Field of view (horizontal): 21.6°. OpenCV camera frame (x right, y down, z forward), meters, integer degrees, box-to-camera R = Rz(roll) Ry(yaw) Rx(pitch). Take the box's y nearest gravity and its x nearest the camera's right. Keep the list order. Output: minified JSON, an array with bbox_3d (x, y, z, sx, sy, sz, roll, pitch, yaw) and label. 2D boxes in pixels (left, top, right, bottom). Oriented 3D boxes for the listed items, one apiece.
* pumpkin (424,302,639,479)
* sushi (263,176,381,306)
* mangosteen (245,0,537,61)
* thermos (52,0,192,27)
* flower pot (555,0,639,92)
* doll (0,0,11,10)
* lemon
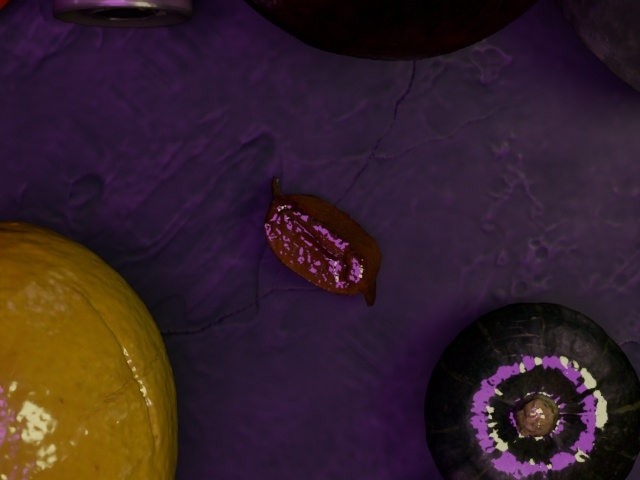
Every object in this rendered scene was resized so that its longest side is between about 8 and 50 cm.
[{"bbox_3d":[0.161,0.132,1.267,0.167,0.125,0.167,-3,106,-13],"label":"pumpkin"},{"bbox_3d":[0.000,0.000,1.301,0.120,0.055,0.052,31,107,11],"label":"sushi"},{"bbox_3d":[0.048,-0.258,1.157,0.297,0.293,0.297,-9,131,-10],"label":"mangosteen"},{"bbox_3d":[-0.139,-0.262,1.249,0.105,0.137,0.193,2,89,-28],"label":"thermos"},{"bbox_3d":[0.266,-0.186,1.208,0.235,0.235,0.148,41,116,-1],"label":"flower pot"},{"bbox_3d":[-0.384,-0.276,1.278,0.200,0.105,0.336,-44,99,8],"label":"doll"},{"bbox_3d":[-0.240,0.135,1.214,0.297,0.297,0.297,0,95,3],"label":"lemon"}]
